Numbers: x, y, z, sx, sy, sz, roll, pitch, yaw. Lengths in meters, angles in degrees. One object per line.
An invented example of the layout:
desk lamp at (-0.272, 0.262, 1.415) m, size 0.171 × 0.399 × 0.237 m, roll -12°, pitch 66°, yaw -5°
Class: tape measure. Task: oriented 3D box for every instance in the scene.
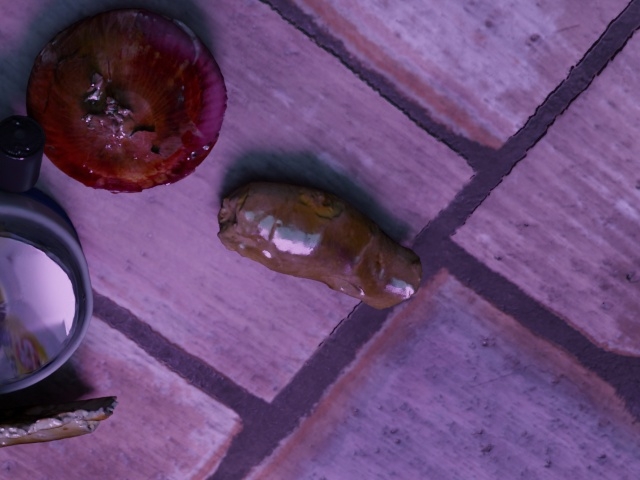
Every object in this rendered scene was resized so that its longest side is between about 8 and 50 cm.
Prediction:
tape measure at (-0.406, 0.060, 1.662) m, size 0.262 × 0.138 × 0.259 m, roll -9°, pitch 117°, yaw -6°

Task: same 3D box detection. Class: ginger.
ginger at (0.000, 0.000, 1.726) m, size 0.263 × 0.109 × 0.116 m, roll 25°, pitch 81°, yaw -21°

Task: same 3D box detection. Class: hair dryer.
hair dryer at (-0.409, -0.086, 1.556) m, size 0.198 × 0.057 × 0.100 m, roll -8°, pitch 157°, yaw -22°

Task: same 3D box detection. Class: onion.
onion at (-0.218, -0.149, 1.585) m, size 0.230 × 0.163 × 0.230 m, roll -4°, pitch 111°, yaw -11°

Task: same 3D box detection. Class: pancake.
pancake at (-0.452, 0.241, 1.664) m, size 0.427 × 0.305 × 0.066 m, roll -1°, pitch 83°, yaw -43°
